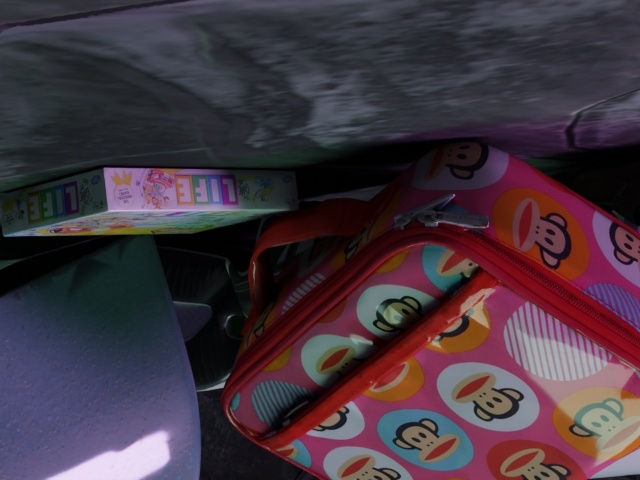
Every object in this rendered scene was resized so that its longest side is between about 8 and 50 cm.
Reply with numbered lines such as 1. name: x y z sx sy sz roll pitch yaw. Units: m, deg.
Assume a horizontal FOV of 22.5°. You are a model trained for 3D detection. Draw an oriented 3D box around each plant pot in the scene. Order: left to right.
1. plant pot: -0.238 0.161 1.278 0.247 0.252 0.248 -29 -170 -35

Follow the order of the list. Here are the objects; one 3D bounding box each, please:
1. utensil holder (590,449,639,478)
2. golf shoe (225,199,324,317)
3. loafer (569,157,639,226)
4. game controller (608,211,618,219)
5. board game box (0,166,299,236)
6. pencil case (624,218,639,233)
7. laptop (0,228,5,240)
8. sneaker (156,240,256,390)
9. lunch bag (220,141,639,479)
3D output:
1. utensil holder: 0.401 0.161 2.187 0.385 0.327 0.327 -2 174 -16
2. golf shoe: 0.000 0.000 1.157 0.198 0.094 0.077 -41 170 33
3. loafer: 0.231 -0.033 1.171 0.056 0.050 0.148 -2 173 -22
4. game controller: 0.162 0.013 1.556 0.166 0.067 0.319 -5 176 -16
5. board game box: -0.104 -0.023 0.989 0.103 0.026 0.154 -11 173 44
6. pencil case: 0.408 0.006 1.438 0.273 0.124 0.113 -10 179 28
7. laptop: -0.389 0.008 1.078 0.264 0.136 0.234 19 180 11
8. sneaker: 0.036 0.061 1.402 0.448 0.169 0.257 10 -167 26
9. lunch bag: 0.073 0.064 1.042 0.258 0.120 0.293 33 138 -12
